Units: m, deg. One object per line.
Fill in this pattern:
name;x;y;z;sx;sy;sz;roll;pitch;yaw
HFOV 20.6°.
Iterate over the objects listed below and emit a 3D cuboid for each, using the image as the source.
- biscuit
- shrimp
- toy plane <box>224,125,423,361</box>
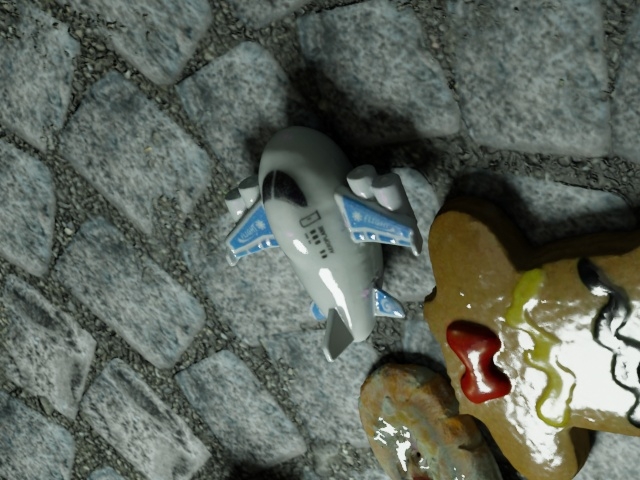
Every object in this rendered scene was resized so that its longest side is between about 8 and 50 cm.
biscuit;0.296;0.123;1.885;0.394;0.076;0.368;0;119;34
shrimp;0.149;0.284;2.115;0.164;0.062;0.317;-25;100;47
toy plane;0.003;-0.003;1.968;0.267;0.122;0.267;17;126;25
